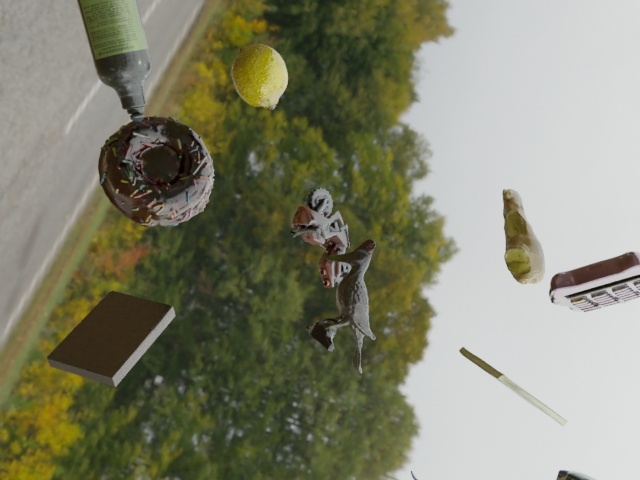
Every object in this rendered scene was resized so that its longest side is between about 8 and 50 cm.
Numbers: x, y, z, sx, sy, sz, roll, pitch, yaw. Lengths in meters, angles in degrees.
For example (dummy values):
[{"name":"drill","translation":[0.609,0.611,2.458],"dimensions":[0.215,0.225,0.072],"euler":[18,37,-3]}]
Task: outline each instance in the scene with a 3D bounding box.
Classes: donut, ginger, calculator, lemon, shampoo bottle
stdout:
[{"name":"donut","translation":[-0.315,-0.144,1.717],"dimensions":[0.089,0.235,0.235],"euler":[135,-24,-62]},{"name":"ginger","translation":[0.484,-0.017,2.117],"dimensions":[0.086,0.131,0.295],"euler":[-36,-143,34]},{"name":"calculator","translation":[0.515,0.078,1.563],"dimensions":[0.194,0.294,0.043],"euler":[-21,-112,23]},{"name":"lemon","translation":[-0.117,-0.318,1.708],"dimensions":[0.109,0.133,0.109],"euler":[-24,-167,6]},{"name":"shampoo bottle","translation":[-0.356,-0.348,1.542],"dimensions":[0.101,0.101,0.284],"euler":[-115,-168,-79]}]

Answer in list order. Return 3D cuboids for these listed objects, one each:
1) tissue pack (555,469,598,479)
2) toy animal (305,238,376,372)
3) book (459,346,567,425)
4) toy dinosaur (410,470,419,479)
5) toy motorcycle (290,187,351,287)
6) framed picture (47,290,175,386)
[{"name":"tissue pack","translation":[0.446,0.418,1.476],"dimensions":[0.083,0.062,0.042],"euler":[16,-93,56]},{"name":"toy animal","translation":[0.045,0.095,1.338],"dimensions":[0.070,0.105,0.203],"euler":[-167,-88,-80]},{"name":"book","translation":[0.359,0.272,1.639],"dimensions":[0.016,0.198,0.138],"euler":[-55,-153,-1]},{"name":"toy dinosaur","translation":[0.235,0.456,1.517],"dimensions":[0.197,0.080,0.045],"euler":[26,-114,41]},{"name":"toy motorcycle","translation":[0.000,0.000,1.841],"dimensions":[0.084,0.213,0.118],"euler":[-7,-166,44]},{"name":"framed picture","translation":[-0.328,0.151,1.387],"dimensions":[0.168,0.127,0.023],"euler":[-54,146,-44]}]
